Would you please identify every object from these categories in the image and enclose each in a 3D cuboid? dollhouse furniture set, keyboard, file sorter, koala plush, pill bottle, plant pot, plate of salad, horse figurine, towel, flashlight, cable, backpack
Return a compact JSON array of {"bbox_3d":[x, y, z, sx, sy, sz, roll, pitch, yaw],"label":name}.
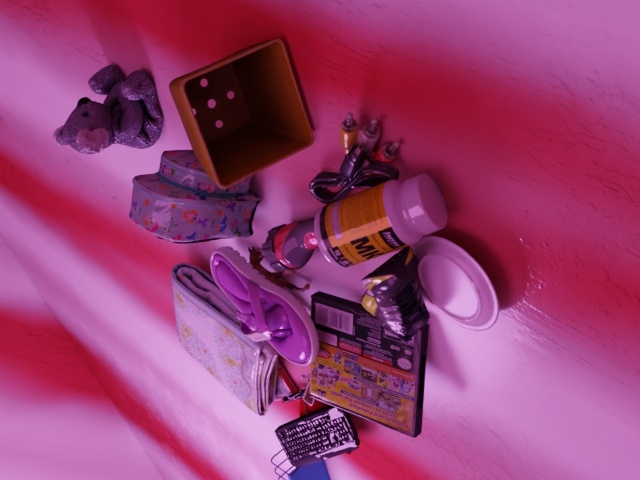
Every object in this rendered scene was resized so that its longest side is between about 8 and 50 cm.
[{"bbox_3d":[-0.014,0.360,2.001,0.091,0.081,0.114,32,115,31],"label":"dollhouse furniture set"},{"bbox_3d":[-0.028,0.464,2.129,0.317,0.033,0.201,-35,75,48],"label":"keyboard"},{"bbox_3d":[-0.054,0.661,2.338,0.104,0.118,0.170,21,135,46],"label":"file sorter"},{"bbox_3d":[-0.502,-0.273,1.952,0.196,0.221,0.203,17,133,43],"label":"koala plush"},{"bbox_3d":[0.104,-0.035,1.438,0.208,0.119,0.119,-21,104,31],"label":"pill bottle"},{"bbox_3d":[-0.171,-0.251,1.583,0.187,0.212,0.212,26,140,56],"label":"plant pot"},{"bbox_3d":[0.240,0.072,1.479,0.200,0.048,0.200,37,147,29],"label":"plate of salad"},{"bbox_3d":[-0.084,0.144,1.947,0.174,0.066,0.263,4,120,44],"label":"horse figurine"},{"bbox_3d":[-0.258,0.265,2.212,0.374,0.090,0.320,38,144,24],"label":"towel"},{"bbox_3d":[0.000,0.000,1.678,0.103,0.103,0.304,38,154,-26],"label":"flashlight"},{"bbox_3d":[0.068,-0.129,1.537,0.139,0.072,0.287,35,159,-1],"label":"cable"},{"bbox_3d":[-0.279,-0.091,1.811,0.225,0.253,0.191,28,119,37],"label":"backpack"}]

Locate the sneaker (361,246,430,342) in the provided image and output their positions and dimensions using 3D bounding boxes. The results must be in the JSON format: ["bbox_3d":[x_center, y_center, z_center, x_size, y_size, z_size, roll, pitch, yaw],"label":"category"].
[{"bbox_3d":[0.149,0.102,1.514,0.121,0.111,0.300,51,172,16],"label":"sneaker"}]

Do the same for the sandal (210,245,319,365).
[{"bbox_3d":[-0.151,0.161,1.884,0.416,0.102,0.169,36,137,44],"label":"sandal"}]

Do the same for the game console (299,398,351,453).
[{"bbox_3d":[0.015,0.482,2.179,0.144,0.085,0.124,11,159,48],"label":"game console"}]

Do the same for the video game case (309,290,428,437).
[{"bbox_3d":[0.094,0.256,1.752,0.275,0.035,0.248,15,114,33],"label":"video game case"}]

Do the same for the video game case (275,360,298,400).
[{"bbox_3d":[-0.184,0.312,2.266,0.285,0.025,0.204,58,148,-6],"label":"video game case"}]
